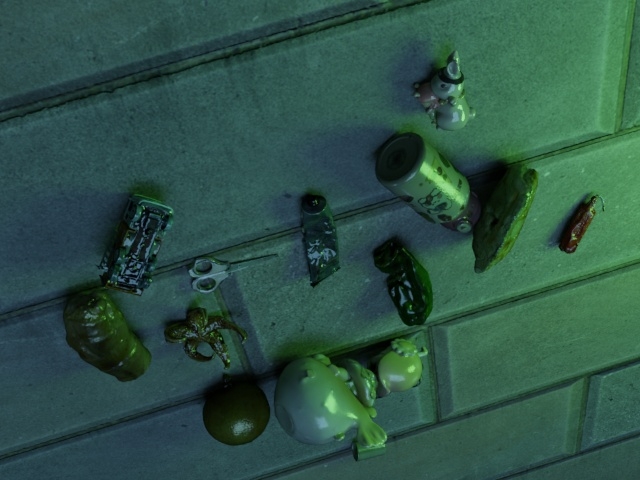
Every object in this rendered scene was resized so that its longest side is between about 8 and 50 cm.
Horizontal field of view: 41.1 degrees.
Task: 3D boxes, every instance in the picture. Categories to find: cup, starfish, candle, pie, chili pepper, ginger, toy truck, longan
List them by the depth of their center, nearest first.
[{"bbox_3d":[-0.343,-0.001,1.569,0.080,0.115,0.177,18,102,-32],"label":"toy truck"},{"bbox_3d":[-0.439,0.200,1.734,0.109,0.116,0.263,12,149,26],"label":"ginger"},{"bbox_3d":[0.375,-0.047,1.753,0.090,0.201,0.248,26,122,11],"label":"pie"},{"bbox_3d":[-0.237,0.209,1.833,0.146,0.074,0.190,-31,135,13],"label":"starfish"},{"bbox_3d":[0.192,0.095,1.874,0.099,0.083,0.253,-18,134,11],"label":"chili pepper"},{"bbox_3d":[0.586,-0.036,1.906,0.053,0.048,0.162,-24,144,-42],"label":"candle"},{"bbox_3d":[-0.200,0.395,1.996,0.155,0.176,0.145,-24,-177,-27],"label":"longan"},{"bbox_3d":[0.131,0.578,2.343,0.083,0.054,0.075,-7,134,-17],"label":"cup"}]

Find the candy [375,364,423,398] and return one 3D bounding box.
[{"bbox_3d":[0.153,0.356,2.139,0.226,0.051,0.094,-22,126,-1],"label":"candy"}]

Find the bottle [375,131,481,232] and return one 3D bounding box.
[{"bbox_3d":[0.223,-0.100,1.661,0.120,0.120,0.253,-40,132,19],"label":"bottle"}]

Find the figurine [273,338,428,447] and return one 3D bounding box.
[{"bbox_3d":[0.095,0.358,1.990,0.394,0.274,0.226,-20,143,-27],"label":"figurine"}]

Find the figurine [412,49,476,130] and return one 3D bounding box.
[{"bbox_3d":[0.218,-0.262,1.528,0.098,0.081,0.146,-24,136,4],"label":"figurine"}]

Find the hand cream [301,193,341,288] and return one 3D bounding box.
[{"bbox_3d":[0.000,0.001,1.729,0.075,0.052,0.248,-14,136,-5],"label":"hand cream"}]

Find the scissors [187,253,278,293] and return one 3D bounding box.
[{"bbox_3d":[-0.177,0.056,1.748,0.189,0.015,0.100,-14,134,-7],"label":"scissors"}]
